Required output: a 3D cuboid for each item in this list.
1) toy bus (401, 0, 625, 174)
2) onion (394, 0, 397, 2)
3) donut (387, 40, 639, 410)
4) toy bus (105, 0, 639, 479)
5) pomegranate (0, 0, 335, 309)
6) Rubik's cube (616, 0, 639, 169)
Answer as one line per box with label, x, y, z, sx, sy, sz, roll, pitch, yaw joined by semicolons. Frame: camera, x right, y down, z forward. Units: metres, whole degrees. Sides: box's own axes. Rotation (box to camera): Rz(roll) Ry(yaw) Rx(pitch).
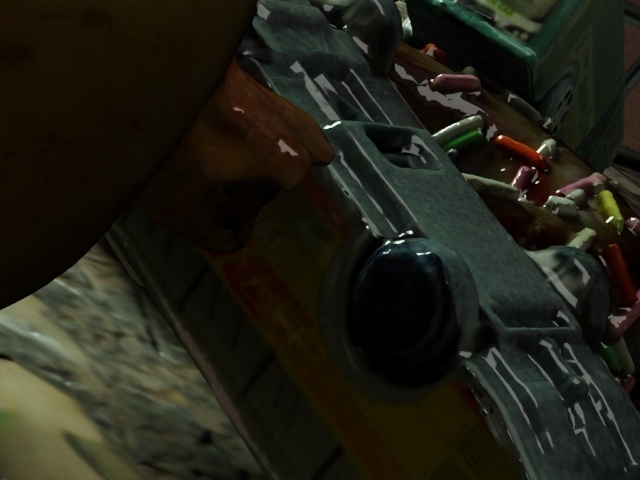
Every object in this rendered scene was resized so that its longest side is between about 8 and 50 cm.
toy bus;0.103;-0.082;0.984;0.091;0.109;0.261;33;-11;16
onion;-0.033;-0.305;1.215;0.358;0.345;0.358;47;-13;14
donut;0.026;-0.016;0.789;0.270;0.103;0.270;28;16;-9
toy bus;0.000;0.000;0.606;0.092;0.106;0.268;3;45;-52
pomegranate;-0.118;-0.081;0.503;0.270;0.252;0.229;37;19;-18
Rubik's cube;0.210;-0.154;1.413;0.228;0.229;0.233;-7;61;4
